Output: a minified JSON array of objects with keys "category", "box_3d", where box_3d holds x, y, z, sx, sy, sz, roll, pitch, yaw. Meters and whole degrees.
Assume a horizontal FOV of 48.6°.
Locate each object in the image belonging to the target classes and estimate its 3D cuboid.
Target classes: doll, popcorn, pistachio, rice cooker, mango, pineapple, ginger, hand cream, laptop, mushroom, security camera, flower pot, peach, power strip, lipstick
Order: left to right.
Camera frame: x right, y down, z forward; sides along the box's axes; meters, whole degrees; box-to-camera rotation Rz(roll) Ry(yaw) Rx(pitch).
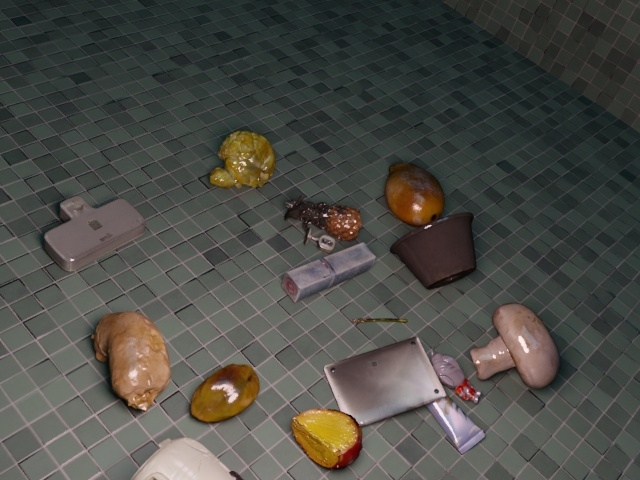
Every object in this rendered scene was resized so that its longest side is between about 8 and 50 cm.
[{"category":"power strip","box_3d":[-0.633,-0.040,1.933,0.194,0.059,0.265,43,49,17]},{"category":"ginger","box_3d":[-0.434,0.271,1.654,0.138,0.152,0.267,15,30,-48]},{"category":"rice cooker","box_3d":[-0.262,0.532,1.403,0.244,0.226,0.226,38,48,14]},{"category":"pistachio","box_3d":[-0.216,0.359,1.662,0.189,0.100,0.110,-24,55,-36]},{"category":"popcorn","box_3d":[-0.245,-0.240,2.180,0.198,0.212,0.198,48,10,-11]},{"category":"security camera","box_3d":[0.000,0.000,2.110,0.092,0.058,0.058,17,45,-7]},{"category":"pineapple","box_3d":[0.003,-0.072,2.134,0.237,0.119,0.111,13,32,-4]},{"category":"peach","box_3d":[0.014,0.463,1.648,0.172,0.092,0.127,12,39,10]},{"category":"lipstick","box_3d":[0.029,0.088,2.017,0.290,0.077,0.076,-19,56,-34]},{"category":"laptop","box_3d":[0.162,0.359,1.802,0.269,0.015,0.187,-16,54,-12]},{"category":"mango","box_3d":[0.298,-0.159,2.303,0.193,0.146,0.316,7,32,-14]},{"category":"flower pot","box_3d":[0.353,0.043,2.081,0.269,0.269,0.166,-14,77,-29]},{"category":"hand cream","box_3d":[0.309,0.422,1.817,0.088,0.055,0.256,-28,67,-28]},{"category":"doll","box_3d":[0.354,0.361,1.872,0.180,0.079,0.094,44,34,7]},{"category":"mushroom","box_3d":[0.516,0.298,1.913,0.244,0.243,0.243,9,46,-10]}]

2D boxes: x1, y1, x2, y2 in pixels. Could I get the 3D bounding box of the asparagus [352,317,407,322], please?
[{"category":"asparagus","box_3d":[0.167,0.223,1.980,0.166,0.013,0.016,3,36,-16]}]
